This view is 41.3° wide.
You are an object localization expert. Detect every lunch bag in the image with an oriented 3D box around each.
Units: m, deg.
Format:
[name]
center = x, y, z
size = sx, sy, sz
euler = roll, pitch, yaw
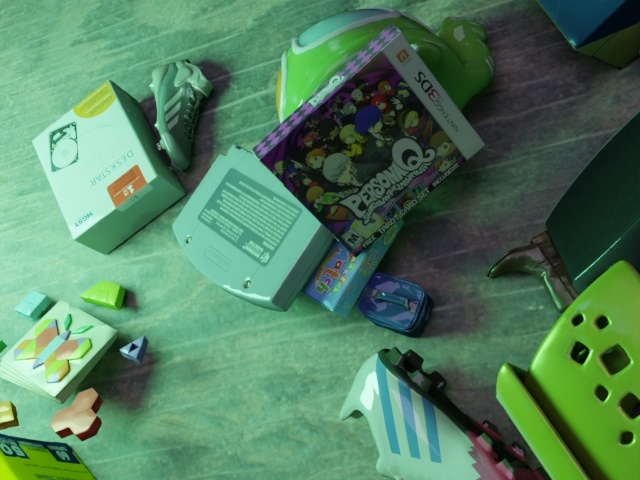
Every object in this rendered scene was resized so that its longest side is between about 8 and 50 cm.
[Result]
[lunch bag]
center = 0.105, 0.090, 1.166
size = 0.098, 0.065, 0.067
euler = 16, 79, 28

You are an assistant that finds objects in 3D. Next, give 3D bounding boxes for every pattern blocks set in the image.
[pattern blocks set]
center = -0.408, 0.172, 1.319
size = 0.325, 0.026, 0.285
euler = 3, 48, 31

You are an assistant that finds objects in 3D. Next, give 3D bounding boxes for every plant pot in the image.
[plant pot]
center = 0.339, 0.187, 0.944
size = 0.207, 0.227, 0.228
euler = -39, 61, 13

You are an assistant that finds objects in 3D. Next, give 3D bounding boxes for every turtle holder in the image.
[turtle holder]
center = 0.082, -0.232, 1.196
size = 0.320, 0.243, 0.227
euler = -42, 44, 9

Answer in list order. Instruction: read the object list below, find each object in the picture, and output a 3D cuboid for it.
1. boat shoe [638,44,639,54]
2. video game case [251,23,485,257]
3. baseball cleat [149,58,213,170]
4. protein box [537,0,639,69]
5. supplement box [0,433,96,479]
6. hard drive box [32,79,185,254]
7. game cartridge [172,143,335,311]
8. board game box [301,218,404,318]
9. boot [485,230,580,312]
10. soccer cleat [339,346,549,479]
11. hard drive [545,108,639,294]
[boat shoe]
center = 0.485, -0.144, 1.065
size = 0.120, 0.122, 0.324
euler = -28, 56, 39
[video game case]
center = 0.066, -0.119, 1.078
size = 0.232, 0.210, 0.042
euler = -41, 34, 6
[baseball cleat]
center = -0.227, -0.220, 1.421
size = 0.109, 0.072, 0.206
euler = -20, 68, 9
[protein box]
center = 0.389, -0.379, 1.130
size = 0.200, 0.136, 0.201
euler = -46, 57, 32
[supplement box]
center = -0.378, 0.457, 1.173
size = 0.356, 0.194, 0.195
euler = 39, 90, 29
[hard drive box]
center = -0.359, -0.124, 1.435
size = 0.181, 0.089, 0.232
euler = -37, 62, 8
[game cartridge]
center = -0.101, -0.018, 1.260
size = 0.297, 0.062, 0.198
euler = 32, 92, 47
[board game box]
center = 0.000, 0.000, 1.230
size = 0.211, 0.039, 0.160
euler = 28, 84, 46
[boot]
center = 0.289, 0.058, 1.117
size = 0.106, 0.037, 0.114
euler = -34, 66, 12
[soccer cleat]
center = 0.157, 0.277, 1.061
size = 0.331, 0.116, 0.143
euler = 43, 104, 34
[hard drive]
center = 0.375, -0.059, 1.014
size = 0.254, 0.054, 0.172
euler = -54, 24, 30
